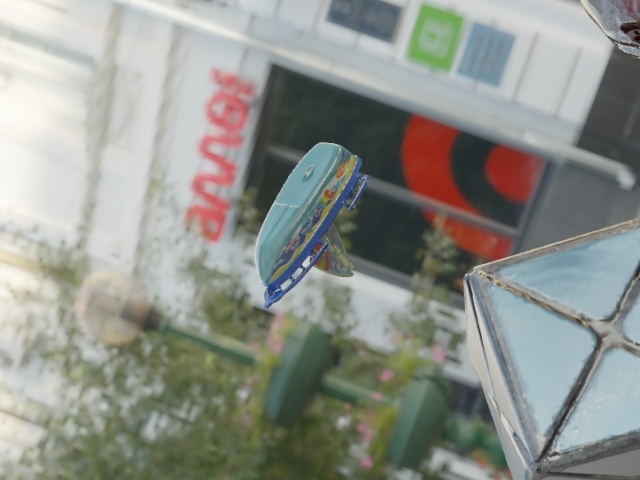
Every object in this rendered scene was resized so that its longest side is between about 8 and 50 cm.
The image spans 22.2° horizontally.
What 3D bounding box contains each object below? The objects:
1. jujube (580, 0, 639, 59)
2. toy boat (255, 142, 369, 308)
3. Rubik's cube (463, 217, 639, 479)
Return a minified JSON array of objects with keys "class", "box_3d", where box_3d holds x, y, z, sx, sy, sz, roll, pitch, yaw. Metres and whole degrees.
[{"class":"jujube","box_3d":[0.499,-0.345,2.055,0.258,0.376,0.258,-5,-83,-45]},{"class":"toy boat","box_3d":[0.000,0.000,1.610,0.175,0.110,0.091,-57,29,-12]},{"class":"Rubik's cube","box_3d":[0.313,0.154,1.821,0.255,0.260,0.259,74,177,-61]}]
